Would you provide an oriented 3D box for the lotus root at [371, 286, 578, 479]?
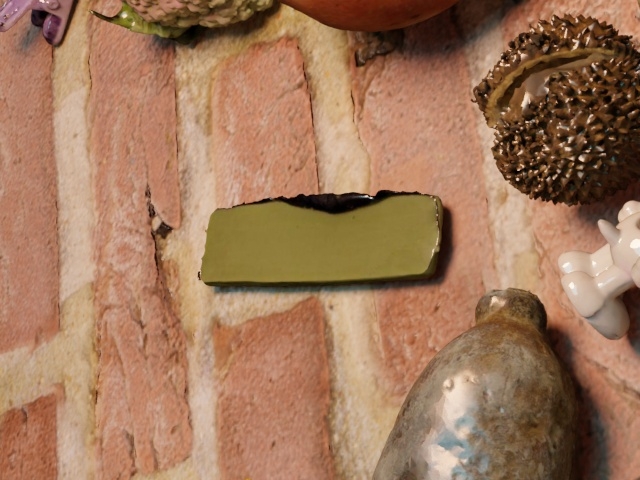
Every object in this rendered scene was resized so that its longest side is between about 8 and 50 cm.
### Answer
[{"bbox_3d":[0.137,0.206,1.426,0.175,0.175,0.349,9,80,41],"label":"lotus root"}]

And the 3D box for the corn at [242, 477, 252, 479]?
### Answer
[{"bbox_3d":[-0.066,0.288,1.648,0.037,0.037,0.092,-39,49,22],"label":"corn"}]

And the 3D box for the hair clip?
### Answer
[{"bbox_3d":[-0.324,-0.376,2.083,0.278,0.090,0.137,-54,48,4],"label":"hair clip"}]

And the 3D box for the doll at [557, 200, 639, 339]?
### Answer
[{"bbox_3d":[0.342,-0.002,1.364,0.271,0.144,0.208,-47,30,13],"label":"doll"}]

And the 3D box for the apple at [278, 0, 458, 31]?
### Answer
[{"bbox_3d":[0.052,-0.386,1.622,0.338,0.338,0.305,-49,30,15],"label":"apple"}]

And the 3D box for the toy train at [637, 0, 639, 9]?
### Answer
[{"bbox_3d":[0.393,-0.252,1.347,0.326,0.129,0.159,-16,86,59],"label":"toy train"}]

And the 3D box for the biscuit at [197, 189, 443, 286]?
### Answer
[{"bbox_3d":[0.000,0.000,1.698,0.322,0.038,0.099,-4,75,38],"label":"biscuit"}]

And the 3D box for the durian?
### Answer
[{"bbox_3d":[0.242,-0.124,1.477,0.196,0.167,0.196,-8,63,15],"label":"durian"}]

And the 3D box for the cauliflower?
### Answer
[{"bbox_3d":[-0.151,-0.374,1.880,0.315,0.239,0.256,-53,21,-10],"label":"cauliflower"}]
